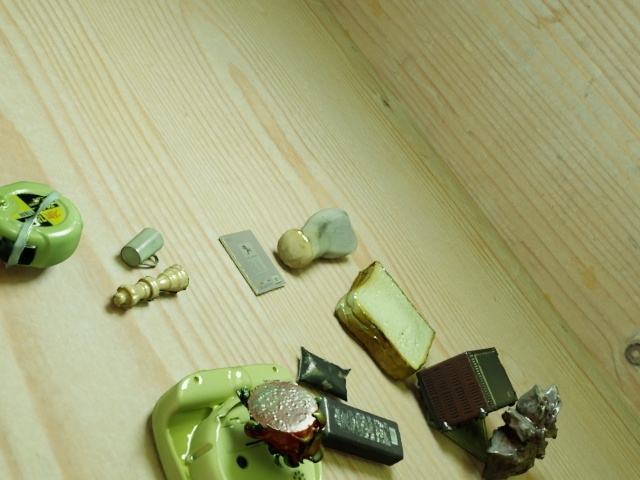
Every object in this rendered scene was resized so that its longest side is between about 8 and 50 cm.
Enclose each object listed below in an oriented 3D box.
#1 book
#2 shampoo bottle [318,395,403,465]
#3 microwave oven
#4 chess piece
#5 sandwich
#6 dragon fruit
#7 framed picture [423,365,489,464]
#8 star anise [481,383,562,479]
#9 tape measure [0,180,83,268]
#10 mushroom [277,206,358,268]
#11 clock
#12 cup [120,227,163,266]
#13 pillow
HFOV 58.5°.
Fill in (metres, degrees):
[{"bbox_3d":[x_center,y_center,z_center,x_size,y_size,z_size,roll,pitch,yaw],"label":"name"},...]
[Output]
[{"bbox_3d":[-0.171,0.052,1.457,0.181,0.014,0.127,55,29,11],"label":"book"},{"bbox_3d":[0.054,0.413,1.263,0.310,0.071,0.098,29,35,-31],"label":"shampoo bottle"},{"bbox_3d":[0.408,0.416,1.599,0.247,0.188,0.178,11,52,-54],"label":"microwave oven"},{"bbox_3d":[-0.339,0.095,1.136,0.060,0.060,0.172,53,31,8],"label":"chess piece"},{"bbox_3d":[0.191,0.235,1.646,0.301,0.099,0.271,51,33,-2],"label":"sandwich"},{"bbox_3d":[-0.056,0.314,0.959,0.138,0.142,0.174,-28,110,-35],"label":"dragon fruit"},{"bbox_3d":[0.405,0.514,1.679,0.274,0.017,0.217,37,31,-19],"label":"framed picture"},{"bbox_3d":[0.568,0.540,1.588,0.332,0.331,0.118,17,9,-44],"label":"star anise"},{"bbox_3d":[-0.511,-0.026,0.997,0.175,0.106,0.200,35,26,5],"label":"tape measure"},{"bbox_3d":[0.000,0.000,1.646,0.159,0.122,0.329,43,28,10],"label":"mushroom"},{"bbox_3d":[-0.119,0.395,1.004,0.286,0.117,0.348,6,49,-50],"label":"clock"},{"bbox_3d":[-0.372,0.023,1.195,0.055,0.074,0.083,13,30,13],"label":"cup"},{"bbox_3d":[0.008,0.316,1.346,0.150,0.048,0.090,29,26,-24],"label":"pillow"}]
